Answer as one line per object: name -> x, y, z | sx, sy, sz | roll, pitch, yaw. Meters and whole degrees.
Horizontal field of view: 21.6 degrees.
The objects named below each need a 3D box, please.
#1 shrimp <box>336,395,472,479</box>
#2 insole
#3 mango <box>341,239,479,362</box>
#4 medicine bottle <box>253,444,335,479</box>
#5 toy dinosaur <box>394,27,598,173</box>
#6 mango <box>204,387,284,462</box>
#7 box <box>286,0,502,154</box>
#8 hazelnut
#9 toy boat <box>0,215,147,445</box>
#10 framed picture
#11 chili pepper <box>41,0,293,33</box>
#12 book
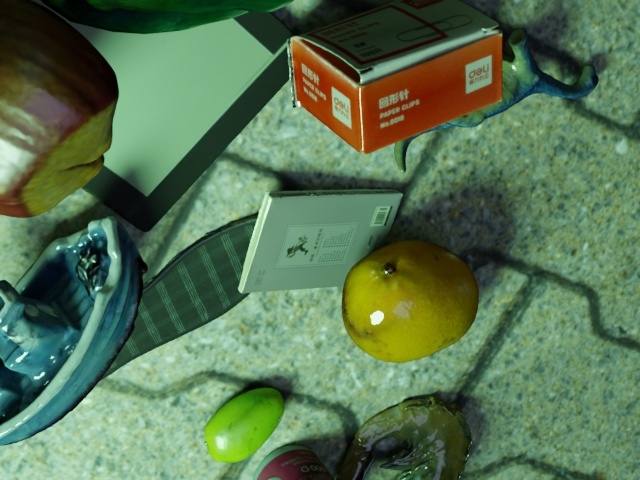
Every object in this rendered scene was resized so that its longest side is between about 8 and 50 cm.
shrimp -> 0.087, 0.300, 2.083 | 0.173, 0.058, 0.253 | 38, 94, -33
insole -> -0.167, 0.071, 1.811 | 0.309, 0.012, 0.110 | -30, 132, -10
mango -> 0.109, 0.071, 1.902 | 0.219, 0.112, 0.145 | 13, 112, -57
medicine bottle -> 0.001, 0.332, 1.943 | 0.090, 0.216, 0.090 | -14, 126, -21
toy dinosaur -> 0.191, -0.142, 1.842 | 0.247, 0.075, 0.188 | -47, 138, -2
mango -> -0.086, 0.210, 1.923 | 0.108, 0.056, 0.073 | -38, 136, -19
box -> 0.076, -0.177, 1.697 | 0.182, 0.133, 0.099 | -22, 127, -23
hazelnut -> -0.288, -0.125, 1.492 | 0.181, 0.181, 0.212 | -22, 156, -51
toy boat -> -0.292, 0.099, 1.681 | 0.309, 0.129, 0.142 | -51, 141, 10
framed picture -> -0.196, -0.183, 1.624 | 0.265, 0.016, 0.347 | -47, 131, 6
chili pepper -> -0.130, -0.294, 1.438 | 0.257, 0.248, 0.233 | -14, 89, -27
book -> 0.000, 0.000, 1.848 | 0.182, 0.014, 0.127 | -3, 123, -35
